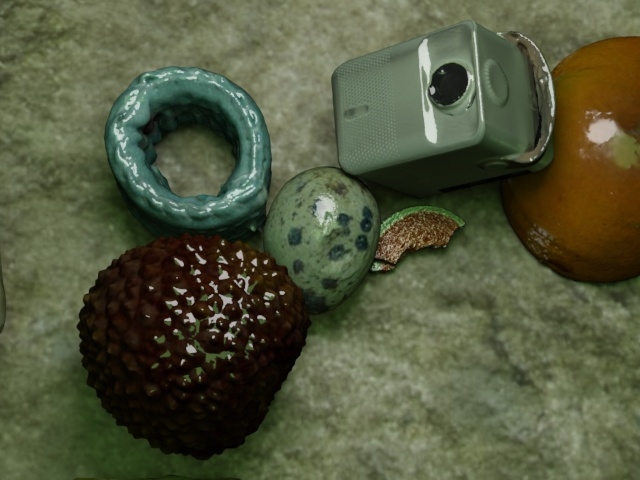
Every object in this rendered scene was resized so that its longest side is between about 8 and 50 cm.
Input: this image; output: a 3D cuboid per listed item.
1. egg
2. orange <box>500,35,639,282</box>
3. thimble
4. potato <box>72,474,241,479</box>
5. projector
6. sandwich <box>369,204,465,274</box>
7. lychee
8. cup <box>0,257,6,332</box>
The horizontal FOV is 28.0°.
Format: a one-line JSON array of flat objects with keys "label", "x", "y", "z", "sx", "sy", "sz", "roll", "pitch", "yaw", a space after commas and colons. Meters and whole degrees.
[{"label": "egg", "x": 0.000, "y": 0.000, "z": 1.555, "sx": 0.141, "sy": 0.141, "sz": 0.181, "roll": 12, "pitch": 91, "yaw": 1}, {"label": "orange", "x": 0.372, "y": -0.108, "z": 1.621, "sx": 0.274, "sy": 0.274, "sz": 0.310, "roll": 37, "pitch": 108, "yaw": 8}, {"label": "thimble", "x": -0.152, "y": -0.098, "z": 1.576, "sx": 0.198, "sy": 0.143, "sz": 0.235, "roll": -42, "pitch": 82, "yaw": -11}, {"label": "potato", "x": -0.224, "y": 0.343, "z": 1.464, "sx": 0.298, "sy": 0.141, "sz": 0.176, "roll": -23, "pitch": 90, "yaw": -14}, {"label": "projector", "x": 0.156, "y": -0.154, "z": 1.530, "sx": 0.242, "sy": 0.177, "sz": 0.163, "roll": -12, "pitch": 75, "yaw": 34}, {"label": "sandwich", "x": 0.115, "y": -0.008, "z": 1.617, "sx": 0.135, "sy": 0.029, "sz": 0.067, "roll": -21, "pitch": 82, "yaw": -8}, {"label": "lychee", "x": -0.153, "y": 0.110, "z": 1.466, "sx": 0.267, "sy": 0.267, "sz": 0.267, "roll": 0, "pitch": 75, "yaw": -1}, {"label": "cup", "x": -0.504, "y": 0.037, "z": 1.514, "sx": 0.255, "sy": 0.173, "sz": 0.202, "roll": -7, "pitch": 74, "yaw": -4}]
